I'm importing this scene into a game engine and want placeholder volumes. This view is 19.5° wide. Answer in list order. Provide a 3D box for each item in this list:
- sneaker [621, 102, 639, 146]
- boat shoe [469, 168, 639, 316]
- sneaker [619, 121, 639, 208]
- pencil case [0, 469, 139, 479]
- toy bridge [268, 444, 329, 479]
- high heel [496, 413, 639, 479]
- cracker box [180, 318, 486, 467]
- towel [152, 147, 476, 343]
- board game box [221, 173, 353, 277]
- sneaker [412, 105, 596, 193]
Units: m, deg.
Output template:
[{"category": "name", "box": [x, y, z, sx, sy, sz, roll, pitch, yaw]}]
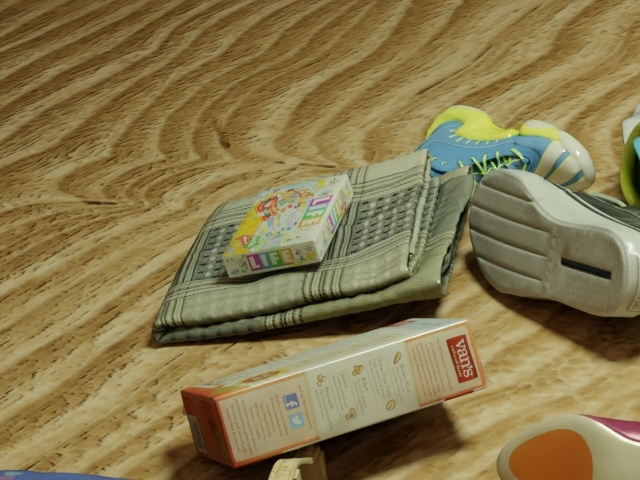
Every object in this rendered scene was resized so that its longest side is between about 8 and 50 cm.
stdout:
[{"category": "sneaker", "box": [0.387, -0.108, 2.054, 0.091, 0.094, 0.258, -8, 20, 18]}, {"category": "boat shoe", "box": [0.258, 0.013, 1.819, 0.119, 0.121, 0.335, 5, 14, -25]}, {"category": "sneaker", "box": [0.422, -0.085, 1.771, 0.208, 0.127, 0.319, 0, -21, -40]}, {"category": "pencil case", "box": [-0.178, 0.244, 1.402, 0.306, 0.119, 0.133, 3, 46, 28]}, {"category": "toy bridge", "box": [-0.024, 0.210, 1.489, 0.026, 0.063, 0.188, -5, 22, 12]}, {"category": "high heel", "box": [0.265, 0.174, 1.468, 0.244, 0.082, 0.117, -13, -15, 33]}, {"category": "cracker box", "box": [0.008, 0.129, 1.613, 0.232, 0.067, 0.156, -17, 2, -14]}, {"category": "towel", "box": [0.000, 0.000, 1.974, 0.324, 0.056, 0.312, -10, 21, 15]}, {"category": "board game box", "box": [-0.032, -0.016, 1.954, 0.103, 0.026, 0.154, -11, 24, 19]}, {"category": "sneaker", "box": [0.195, -0.076, 2.106, 0.126, 0.091, 0.240, -43, 35, -22]}]
